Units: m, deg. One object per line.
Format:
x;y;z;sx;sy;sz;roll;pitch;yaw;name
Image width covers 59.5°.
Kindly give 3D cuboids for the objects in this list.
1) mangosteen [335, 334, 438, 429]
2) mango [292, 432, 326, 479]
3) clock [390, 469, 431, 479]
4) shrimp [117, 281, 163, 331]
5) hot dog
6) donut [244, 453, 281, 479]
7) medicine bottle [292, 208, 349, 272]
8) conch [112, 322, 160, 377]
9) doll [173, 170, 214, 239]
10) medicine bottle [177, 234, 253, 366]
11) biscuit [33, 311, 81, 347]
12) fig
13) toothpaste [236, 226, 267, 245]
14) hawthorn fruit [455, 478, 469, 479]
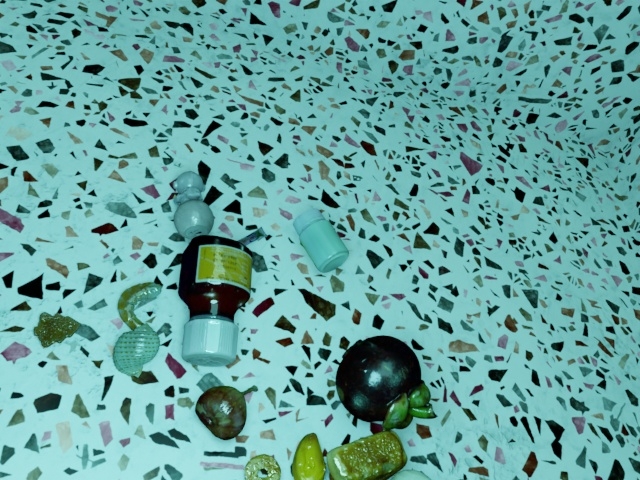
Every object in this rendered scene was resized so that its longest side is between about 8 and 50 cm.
0.200;0.453;1.798;0.311;0.311;0.311;12;52;-15;mangosteen
-0.035;0.671;1.687;0.101;0.066;0.187;8;48;-8;mango
0.214;0.839;1.536;0.342;0.184;0.326;-30;70;-3;clock
-0.567;0.215;1.808;0.161;0.049;0.166;-18;65;-29;shrimp
0.127;0.674;1.697;0.257;0.153;0.150;-7;55;-30;hot dog
-0.172;0.678;1.636;0.108;0.043;0.097;1;56;-21;donut
0.000;0.000;2.149;0.139;0.139;0.225;-18;65;-33;medicine bottle
-0.562;0.323;1.698;0.135;0.102;0.153;13;51;4;conch
-0.473;-0.141;2.053;0.151;0.151;0.287;1;52;-23;doll
-0.349;0.200;1.805;0.242;0.242;0.395;11;66;-16;medicine bottle
-0.793;0.267;1.688;0.130;0.019;0.119;-4;57;-25;biscuit
-0.279;0.503;1.686;0.160;0.231;0.143;39;93;9;fig
-0.273;-0.003;2.107;0.170;0.028;0.045;-29;82;-40;toothpaste
0.404;0.852;1.665;0.272;0.242;0.242;-25;65;-2;hawthorn fruit
